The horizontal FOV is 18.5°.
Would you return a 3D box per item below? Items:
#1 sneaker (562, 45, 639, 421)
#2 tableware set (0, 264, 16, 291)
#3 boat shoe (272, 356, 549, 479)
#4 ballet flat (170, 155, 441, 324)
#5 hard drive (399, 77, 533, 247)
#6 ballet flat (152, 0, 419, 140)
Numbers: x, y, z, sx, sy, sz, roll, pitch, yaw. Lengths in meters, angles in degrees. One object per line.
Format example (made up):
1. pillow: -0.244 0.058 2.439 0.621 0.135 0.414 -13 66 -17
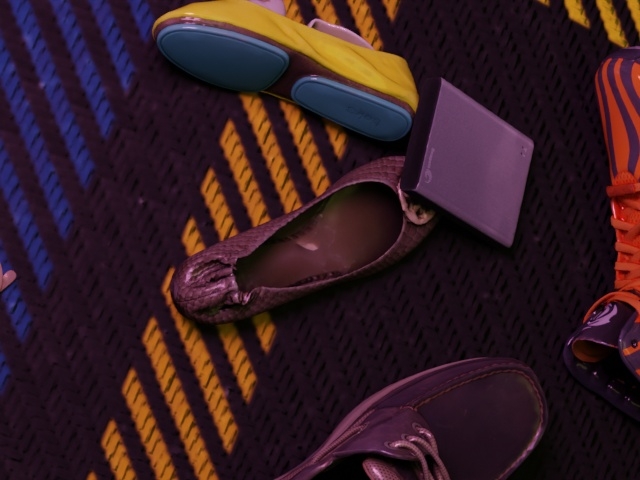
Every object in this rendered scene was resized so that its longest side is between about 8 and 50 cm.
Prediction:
1. sneaker: 0.268 0.012 1.595 0.180 0.124 0.321 -28 96 -25
2. tableware set: -0.304 0.026 1.400 0.168 0.020 0.141 45 67 -12
3. boat shoe: 0.044 0.201 1.473 0.355 0.130 0.132 -32 98 -23
4. ballet flat: 0.000 0.000 1.514 0.250 0.058 0.084 -22 94 -24
5. hard drive: 0.117 -0.060 1.559 0.135 0.022 0.094 28 70 -46
6. ballet flat: -0.024 -0.146 1.520 0.231 0.077 0.077 19 56 -24
